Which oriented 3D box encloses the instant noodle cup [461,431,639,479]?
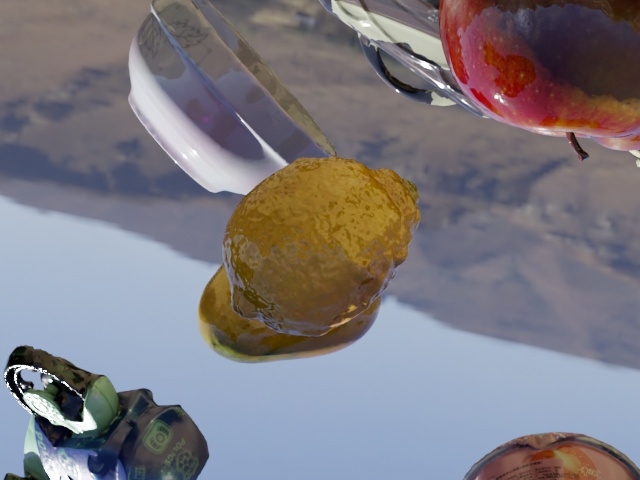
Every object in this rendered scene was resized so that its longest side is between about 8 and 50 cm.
[{"bbox_3d":[0.271,0.375,1.790,0.243,0.243,0.231,12,-154,-4],"label":"instant noodle cup"}]

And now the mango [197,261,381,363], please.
[{"bbox_3d":[-0.045,0.072,2.029,0.254,0.139,0.175,-8,-145,-29],"label":"mango"}]

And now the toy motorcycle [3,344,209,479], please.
[{"bbox_3d":[-0.196,0.216,1.491,0.196,0.125,0.331,24,147,16],"label":"toy motorcycle"}]

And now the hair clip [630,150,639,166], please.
[{"bbox_3d":[0.394,-0.147,1.869,0.187,0.146,0.056,-1,158,-37],"label":"hair clip"}]

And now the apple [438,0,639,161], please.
[{"bbox_3d":[0.254,-0.234,1.535,0.288,0.316,0.288,11,-168,-2],"label":"apple"}]

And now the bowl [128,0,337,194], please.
[{"bbox_3d":[-0.124,-0.160,1.896,0.287,0.144,0.287,47,-174,-7],"label":"bowl"}]

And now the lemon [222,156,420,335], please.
[{"bbox_3d":[0.000,0.000,1.351,0.187,0.142,0.142,-32,-174,-2],"label":"lemon"}]

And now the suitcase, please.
[{"bbox_3d":[0.168,-0.331,2.093,0.351,0.339,0.194,37,-127,13],"label":"suitcase"}]
